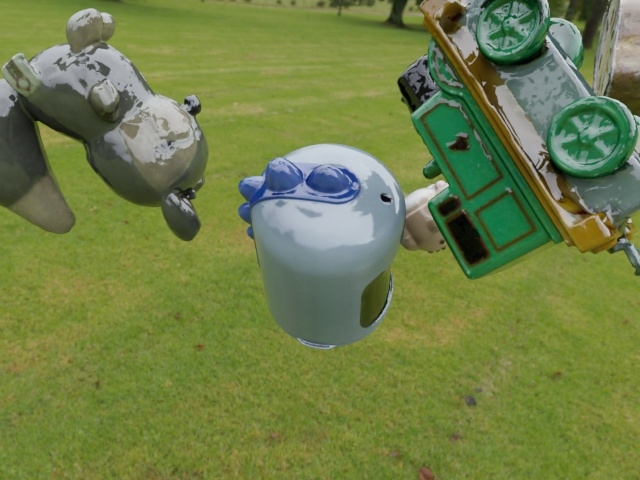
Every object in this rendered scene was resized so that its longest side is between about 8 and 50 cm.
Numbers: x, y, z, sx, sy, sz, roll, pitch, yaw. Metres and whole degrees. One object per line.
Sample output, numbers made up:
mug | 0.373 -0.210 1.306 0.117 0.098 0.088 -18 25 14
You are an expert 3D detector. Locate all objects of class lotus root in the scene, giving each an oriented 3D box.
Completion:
lotus root | 0.696 -0.395 1.104 0.192 0.272 0.272 13 30 23

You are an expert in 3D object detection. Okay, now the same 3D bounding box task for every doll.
doll | -0.384 -0.156 0.904 0.378 0.382 0.252 -23 31 17
doll | 0.258 -0.074 0.893 0.119 0.278 0.154 58 22 3

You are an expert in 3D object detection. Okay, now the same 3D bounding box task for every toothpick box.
toothpick box | 0.000 0.000 0.824 0.263 0.355 0.263 0 57 0

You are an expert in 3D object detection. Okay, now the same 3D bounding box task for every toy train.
toy train | 0.230 -0.127 0.633 0.178 0.249 0.429 -6 64 -50
